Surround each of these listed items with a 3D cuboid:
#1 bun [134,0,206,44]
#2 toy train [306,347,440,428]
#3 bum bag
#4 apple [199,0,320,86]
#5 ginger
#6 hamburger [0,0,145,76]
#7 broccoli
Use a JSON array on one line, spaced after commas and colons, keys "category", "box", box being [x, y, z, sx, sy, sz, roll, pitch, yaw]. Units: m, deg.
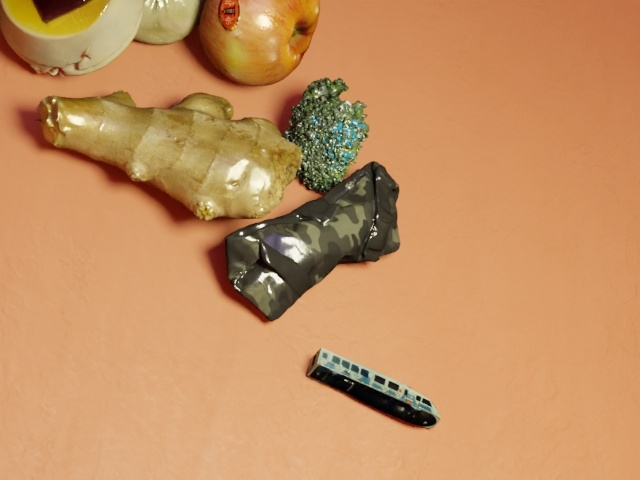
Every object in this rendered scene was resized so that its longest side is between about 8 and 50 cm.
[{"category": "bun", "box": [-0.272, -0.408, 2.007, 0.193, 0.128, 0.178, 4, 61, -22]}, {"category": "toy train", "box": [0.082, 0.219, 1.848, 0.208, 0.043, 0.047, 26, 49, -10]}, {"category": "bum bag", "box": [0.000, 0.000, 1.911, 0.340, 0.095, 0.144, -29, 101, -34]}, {"category": "apple", "box": [-0.095, -0.348, 2.010, 0.164, 0.209, 0.209, 30, 50, 16]}, {"category": "ginger", "box": [-0.211, -0.164, 1.868, 0.376, 0.166, 0.236, 33, 61, -12]}, {"category": "hamburger", "box": [-0.381, -0.394, 1.895, 0.227, 0.151, 0.295, -14, 70, 5]}, {"category": "broccoli", "box": [0.018, -0.167, 2.012, 0.167, 0.155, 0.160, 62, 16, 17]}]
